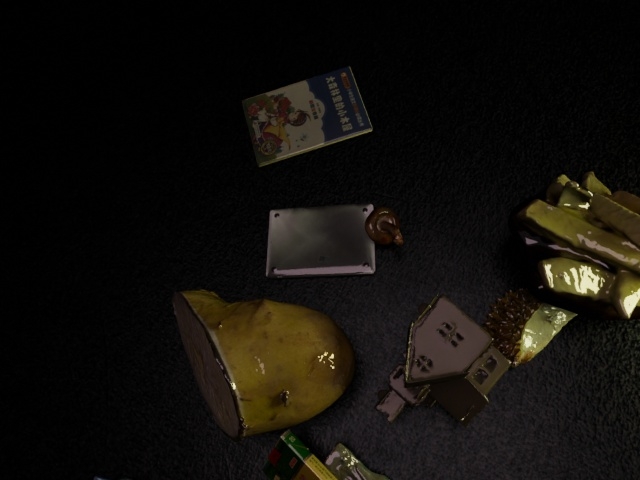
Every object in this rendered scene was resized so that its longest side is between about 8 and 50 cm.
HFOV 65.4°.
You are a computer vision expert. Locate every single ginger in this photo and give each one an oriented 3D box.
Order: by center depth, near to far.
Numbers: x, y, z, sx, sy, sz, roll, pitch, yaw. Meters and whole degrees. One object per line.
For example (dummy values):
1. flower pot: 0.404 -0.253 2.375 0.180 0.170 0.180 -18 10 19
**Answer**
1. ginger: 0.595 -0.033 0.977 0.414 0.211 0.358 -3 61 -20

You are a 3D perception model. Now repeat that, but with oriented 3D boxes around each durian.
1. durian: 0.447 0.163 1.041 0.139 0.144 0.252 46 77 0

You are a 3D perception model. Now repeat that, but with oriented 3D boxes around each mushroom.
1. mushroom: 0.152 -0.021 1.172 0.088 0.072 0.129 11 33 -25

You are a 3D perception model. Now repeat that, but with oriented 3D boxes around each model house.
1. model house: 0.221 0.273 0.979 0.243 0.211 0.204 -44 67 -10

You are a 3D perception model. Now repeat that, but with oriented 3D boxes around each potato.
1. potato: -0.116 0.237 1.083 0.296 0.289 0.397 -16 23 -25

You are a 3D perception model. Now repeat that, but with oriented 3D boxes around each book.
1. book: -0.043 -0.344 1.365 0.323 0.018 0.228 -18 68 4

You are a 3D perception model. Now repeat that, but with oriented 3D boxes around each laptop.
1. laptop: 0.000 0.000 1.229 0.270 0.015 0.187 -3 68 9

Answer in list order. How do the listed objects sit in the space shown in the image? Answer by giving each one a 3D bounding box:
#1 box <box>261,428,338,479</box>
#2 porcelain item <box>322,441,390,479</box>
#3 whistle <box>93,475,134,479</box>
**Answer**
1. box: -0.011 0.502 0.993 0.235 0.034 0.132 39 124 21
2. porcelain item: 0.100 0.503 1.001 0.216 0.069 0.081 32 74 15
3. whistle: -0.441 0.552 1.070 0.158 0.090 0.090 6 71 12
